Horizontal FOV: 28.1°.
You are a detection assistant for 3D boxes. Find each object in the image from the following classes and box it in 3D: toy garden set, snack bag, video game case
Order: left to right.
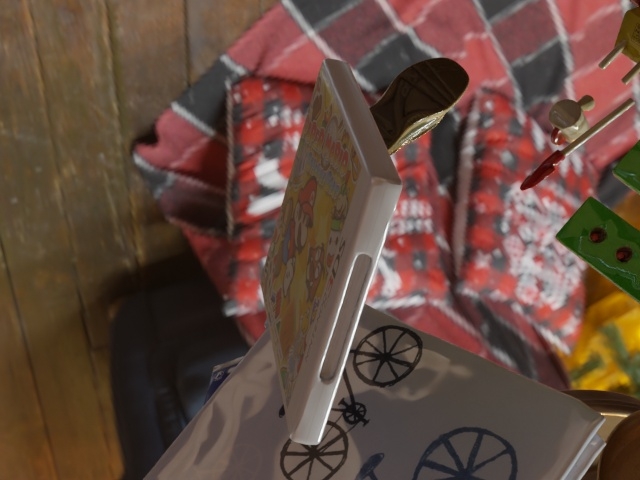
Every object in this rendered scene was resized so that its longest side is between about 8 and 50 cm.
[{"bbox_3d":[0.000,0.000,0.934,0.026,0.227,0.206,11,115,-13],"label":"video game case"},{"bbox_3d":[0.013,0.207,1.067,0.323,0.342,0.037,-51,141,-18],"label":"snack bag"},{"bbox_3d":[0.276,-0.084,1.016,0.244,0.204,0.049,-48,148,0],"label":"toy garden set"}]

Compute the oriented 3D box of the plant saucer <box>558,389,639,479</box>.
[{"bbox_3d":[0.262,0.236,1.434,0.277,0.041,0.278,-3,146,-2],"label":"plant saucer"}]

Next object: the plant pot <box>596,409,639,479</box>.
[{"bbox_3d":[0.377,0.272,1.267,0.236,0.236,0.032,-5,145,-24],"label":"plant pot"}]

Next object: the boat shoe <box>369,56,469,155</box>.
[{"bbox_3d":[0.077,-0.115,1.186,0.153,0.056,0.048,-44,173,-26],"label":"boat shoe"}]

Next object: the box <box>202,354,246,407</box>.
[{"bbox_3d":[-0.071,0.198,1.396,0.136,0.225,0.036,-21,120,19],"label":"box"}]
